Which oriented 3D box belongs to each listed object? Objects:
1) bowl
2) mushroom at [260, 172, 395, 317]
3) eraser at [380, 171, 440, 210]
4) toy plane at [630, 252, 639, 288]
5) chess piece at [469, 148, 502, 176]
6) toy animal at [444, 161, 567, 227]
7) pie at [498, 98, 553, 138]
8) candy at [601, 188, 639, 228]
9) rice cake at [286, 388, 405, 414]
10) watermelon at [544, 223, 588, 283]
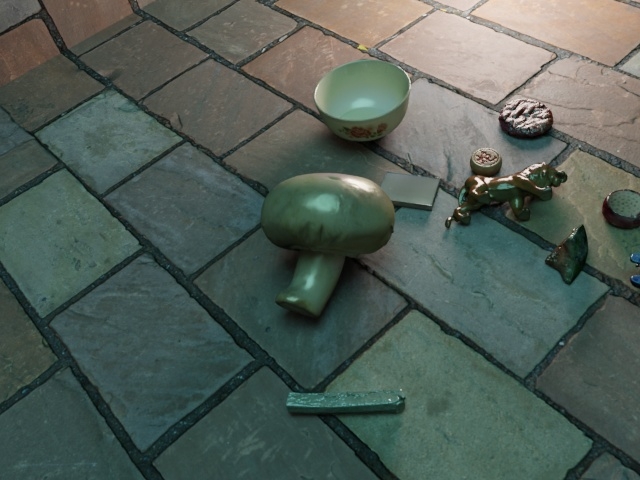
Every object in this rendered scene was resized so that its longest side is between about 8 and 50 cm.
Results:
[{"bbox_3d":[0.127,-0.383,1.859,0.277,0.145,0.276,-7,47,7],"label":"bowl"},{"bbox_3d":[-0.010,-0.035,1.497,0.356,0.315,0.315,-34,52,-16],"label":"mushroom"},{"bbox_3d":[0.232,-0.130,1.699,0.151,0.023,0.103,9,52,20],"label":"eraser"},{"bbox_3d":[0.769,0.050,1.386,0.169,0.078,0.246,32,44,30],"label":"toy plane"},{"bbox_3d":[0.438,-0.207,1.711,0.084,0.038,0.083,-7,49,8],"label":"chess piece"},{"bbox_3d":[0.461,-0.125,1.614,0.313,0.097,0.157,-6,37,10],"label":"toy animal"},{"bbox_3d":[0.574,-0.341,1.799,0.155,0.036,0.154,-6,50,7],"label":"pie"},{"bbox_3d":[0.724,-0.076,1.534,0.103,0.043,0.103,-6,49,7],"label":"candy"},{"bbox_3d":[0.052,0.333,1.327,0.246,0.045,0.042,-5,47,9],"label":"rice cake"},{"bbox_3d":[0.577,0.007,1.478,0.155,0.101,0.080,-35,40,-29],"label":"watermelon"}]
